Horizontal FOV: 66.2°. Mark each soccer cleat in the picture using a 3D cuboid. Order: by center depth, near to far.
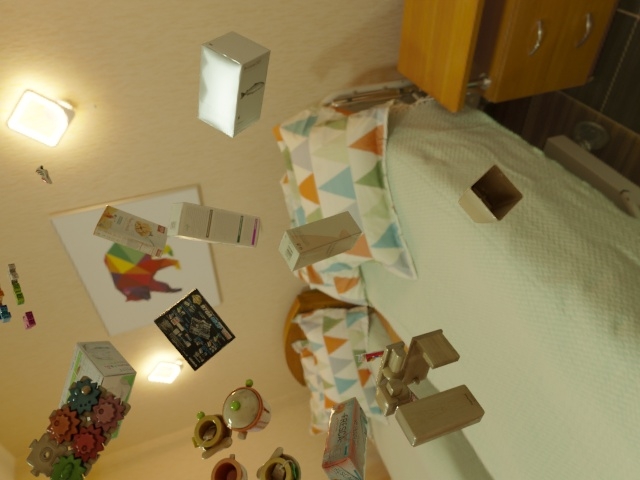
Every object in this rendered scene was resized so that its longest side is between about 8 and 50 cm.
[{"bbox_3d":[-1.003,-0.239,1.788,0.083,0.035,0.029,45,-171,13],"label":"soccer cleat"}]

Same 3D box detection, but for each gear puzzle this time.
[{"bbox_3d":[-0.625,0.508,1.185,0.176,0.338,0.044,27,166,14],"label":"gear puzzle"}]

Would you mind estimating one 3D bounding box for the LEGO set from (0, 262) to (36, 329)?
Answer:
[{"bbox_3d":[-0.979,0.196,1.541,0.093,0.087,0.227,-49,64,41],"label":"LEGO set"}]

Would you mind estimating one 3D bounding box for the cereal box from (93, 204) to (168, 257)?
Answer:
[{"bbox_3d":[-0.681,-0.034,1.788,0.047,0.240,0.173,-60,23,21],"label":"cereal box"}]

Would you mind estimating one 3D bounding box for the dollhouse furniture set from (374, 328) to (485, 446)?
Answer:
[{"bbox_3d":[0.154,0.248,0.753,0.151,0.144,0.123,-123,31,-44],"label":"dollhouse furniture set"}]

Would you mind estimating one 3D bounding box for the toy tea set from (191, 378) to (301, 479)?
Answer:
[{"bbox_3d":[-0.163,0.468,1.032,0.336,0.200,0.124,54,177,35],"label":"toy tea set"}]

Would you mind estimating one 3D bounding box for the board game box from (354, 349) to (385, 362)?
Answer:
[{"bbox_3d":[0.202,0.417,1.770,0.169,0.133,0.033,-30,67,58],"label":"board game box"}]

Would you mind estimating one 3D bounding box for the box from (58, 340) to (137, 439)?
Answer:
[{"bbox_3d":[-0.769,0.514,1.683,0.231,0.127,0.261,25,101,38],"label":"box"}]

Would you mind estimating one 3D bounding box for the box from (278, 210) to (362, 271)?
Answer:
[{"bbox_3d":[0.000,0.000,2.020,0.121,0.311,0.148,58,150,23],"label":"box"}]

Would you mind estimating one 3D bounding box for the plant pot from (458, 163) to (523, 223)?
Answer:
[{"bbox_3d":[0.408,-0.104,1.215,0.109,0.109,0.096,50,157,0],"label":"plant pot"}]

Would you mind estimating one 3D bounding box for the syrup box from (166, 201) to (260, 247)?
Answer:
[{"bbox_3d":[-0.298,-0.040,1.386,0.093,0.237,0.096,2,82,55],"label":"syrup box"}]

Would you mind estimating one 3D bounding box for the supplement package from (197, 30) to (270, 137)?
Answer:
[{"bbox_3d":[-0.190,-0.337,1.065,0.105,0.105,0.179,31,137,13],"label":"supplement package"}]

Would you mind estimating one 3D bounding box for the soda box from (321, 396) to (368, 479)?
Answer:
[{"bbox_3d":[0.051,0.387,0.947,0.063,0.058,0.183,61,-165,-12],"label":"soda box"}]

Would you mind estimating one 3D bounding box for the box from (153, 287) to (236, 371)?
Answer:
[{"bbox_3d":[-0.420,0.297,1.645,0.220,0.175,0.051,53,162,-8],"label":"box"}]

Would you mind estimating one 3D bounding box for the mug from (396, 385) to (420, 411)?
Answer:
[{"bbox_3d":[0.355,0.673,1.949,0.169,0.150,0.113,39,109,38],"label":"mug"}]
